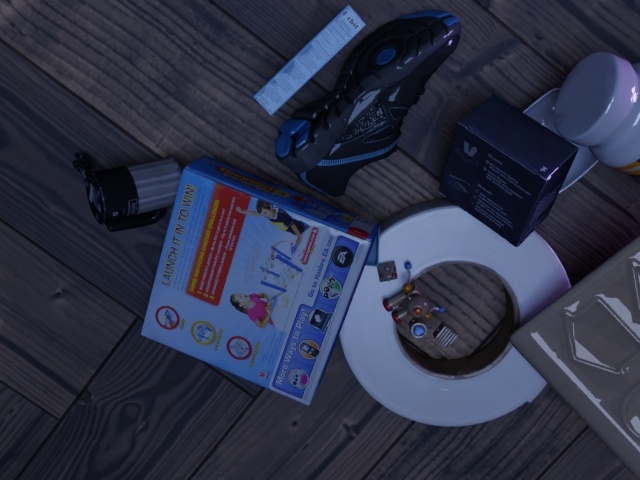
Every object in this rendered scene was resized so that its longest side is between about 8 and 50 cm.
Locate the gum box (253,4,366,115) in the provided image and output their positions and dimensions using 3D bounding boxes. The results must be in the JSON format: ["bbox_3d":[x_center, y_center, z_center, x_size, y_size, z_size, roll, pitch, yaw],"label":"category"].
[{"bbox_3d":[-0.015,-0.269,1.175,0.184,0.157,0.041,-41,100,11],"label":"gum box"}]

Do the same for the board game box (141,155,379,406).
[{"bbox_3d":[-0.100,0.064,1.252,0.301,0.086,0.308,22,113,6],"label":"board game box"}]

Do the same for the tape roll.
[{"bbox_3d":[0.222,0.123,1.322,0.391,0.072,0.393,0,104,1],"label":"tape roll"}]

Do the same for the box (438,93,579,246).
[{"bbox_3d":[0.275,-0.103,1.182,0.156,0.158,0.093,39,59,22],"label":"box"}]

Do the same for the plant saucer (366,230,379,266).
[{"bbox_3d":[0.000,0.000,1.261,0.191,0.018,0.067,5,110,13],"label":"plant saucer"}]

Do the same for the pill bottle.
[{"bbox_3d":[0.494,-0.165,1.161,0.278,0.162,0.162,17,105,-19],"label":"pill bottle"}]

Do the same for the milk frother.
[{"bbox_3d":[-0.308,-0.098,1.261,0.134,0.129,0.143,-16,74,-30],"label":"milk frother"}]

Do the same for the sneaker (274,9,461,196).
[{"bbox_3d":[0.087,-0.214,1.228,0.340,0.125,0.139,-41,128,7],"label":"sneaker"}]

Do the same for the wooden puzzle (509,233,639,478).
[{"bbox_3d":[0.522,0.162,1.212,0.322,0.080,0.348,47,118,1],"label":"wooden puzzle"}]

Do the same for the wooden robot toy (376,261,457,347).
[{"bbox_3d":[0.147,0.111,1.241,0.076,0.079,0.173,-36,101,9],"label":"wooden robot toy"}]

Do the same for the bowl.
[{"bbox_3d":[0.363,-0.156,1.255,0.142,0.053,0.142,-41,100,11],"label":"bowl"}]
